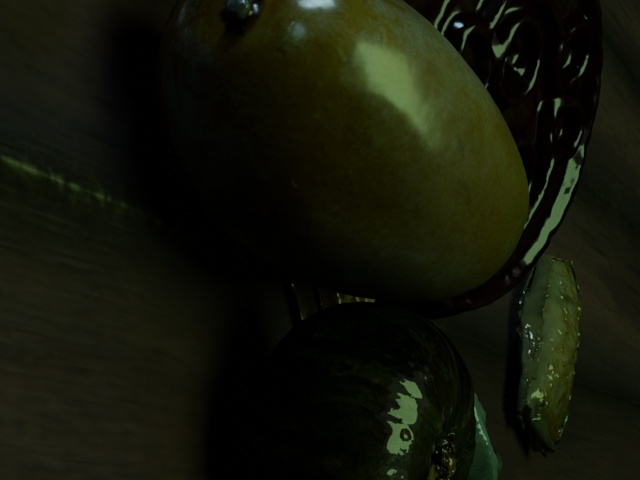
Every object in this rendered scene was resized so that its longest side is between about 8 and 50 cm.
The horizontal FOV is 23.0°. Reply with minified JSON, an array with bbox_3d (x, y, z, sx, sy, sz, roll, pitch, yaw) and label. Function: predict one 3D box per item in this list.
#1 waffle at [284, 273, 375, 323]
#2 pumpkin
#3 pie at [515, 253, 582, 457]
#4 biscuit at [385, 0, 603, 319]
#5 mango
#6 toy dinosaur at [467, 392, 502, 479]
[{"bbox_3d":[0.000,0.000,1.297,0.102,0.042,0.148,-40,118,-66],"label":"waffle"},{"bbox_3d":[0.027,0.151,1.150,0.224,0.157,0.223,-30,125,-55],"label":"pumpkin"},{"bbox_3d":[0.278,0.135,1.923,0.282,0.068,0.128,-73,146,-41],"label":"pie"},{"bbox_3d":[0.154,-0.121,1.469,0.407,0.091,0.407,-26,123,-49],"label":"biscuit"},{"bbox_3d":[0.027,-0.062,1.133,0.384,0.221,0.199,39,56,-53],"label":"mango"},{"bbox_3d":[0.123,0.206,1.471,0.393,0.092,0.205,3,73,-60],"label":"toy dinosaur"}]
